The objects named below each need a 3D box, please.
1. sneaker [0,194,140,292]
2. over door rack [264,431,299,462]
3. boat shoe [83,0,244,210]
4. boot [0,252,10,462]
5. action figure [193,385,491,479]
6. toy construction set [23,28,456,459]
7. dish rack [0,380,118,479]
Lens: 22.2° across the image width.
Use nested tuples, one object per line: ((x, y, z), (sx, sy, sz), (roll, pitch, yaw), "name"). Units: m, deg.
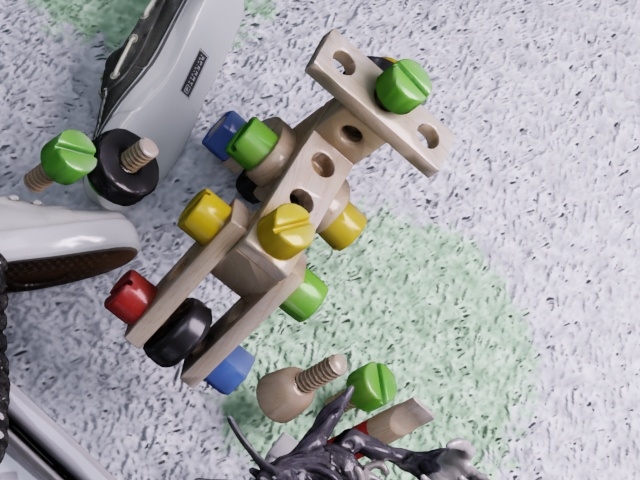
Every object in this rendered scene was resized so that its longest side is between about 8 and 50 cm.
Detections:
((-0.283, -0.024, 1.233), (0.290, 0.106, 0.123), (-3, 74, -12), "sneaker")
((0.015, 0.330, 1.166), (0.324, 0.108, 0.239), (40, 66, -5), "over door rack")
((-0.139, -0.123, 1.324), (0.070, 0.078, 0.219), (17, 68, 31), "boat shoe")
((-0.340, 0.154, 1.073), (0.260, 0.131, 0.348), (6, 69, -9), "boot")
((0.056, 0.202, 1.082), (0.275, 0.141, 0.164), (28, 80, -11), "action figure")
((0.000, 0.000, 1.186), (0.257, 0.237, 0.309), (-27, 87, -50), "toy construction set")
((-0.297, 0.228, 1.162), (0.333, 0.072, 0.285), (42, 69, 4), "dish rack")
